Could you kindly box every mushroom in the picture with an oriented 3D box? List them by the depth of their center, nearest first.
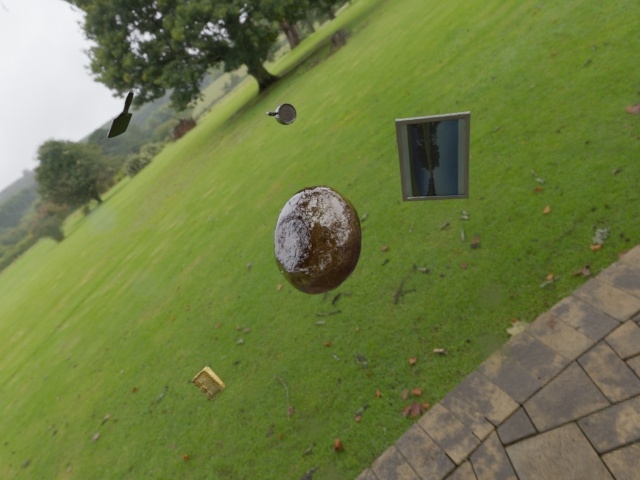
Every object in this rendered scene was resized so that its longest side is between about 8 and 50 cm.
[{"bbox_3d":[-0.016,-0.001,1.325,0.239,0.344,0.345,-23,14,-40],"label":"mushroom"}]

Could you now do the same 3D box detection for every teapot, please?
[{"bbox_3d":[-0.140,-0.460,1.529,0.121,0.076,0.068,-5,8,-27],"label":"teapot"}]

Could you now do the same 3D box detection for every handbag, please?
[{"bbox_3d":[-0.316,0.405,1.179,0.061,0.083,0.027,-43,3,8],"label":"handbag"}]

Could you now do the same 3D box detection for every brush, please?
[{"bbox_3d":[-0.540,-0.345,1.142,0.193,0.016,0.063,-33,9,45],"label":"brush"}]

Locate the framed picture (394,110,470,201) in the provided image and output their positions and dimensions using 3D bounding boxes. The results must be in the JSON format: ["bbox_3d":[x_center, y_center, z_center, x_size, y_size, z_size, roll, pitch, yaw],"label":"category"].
[{"bbox_3d":[0.179,-0.127,0.661,0.109,0.149,0.011,-2,38,17],"label":"framed picture"}]
